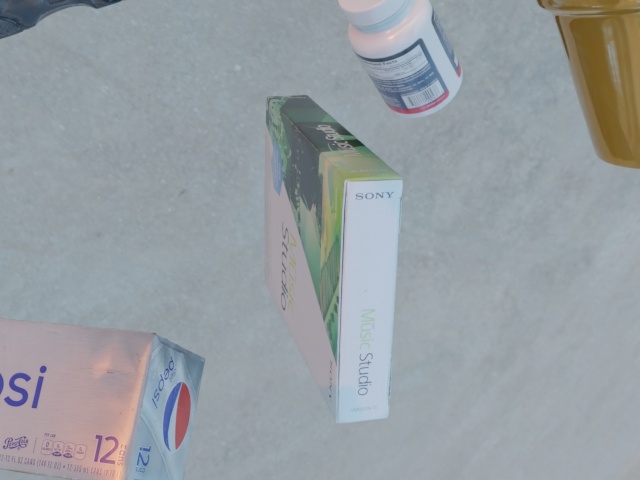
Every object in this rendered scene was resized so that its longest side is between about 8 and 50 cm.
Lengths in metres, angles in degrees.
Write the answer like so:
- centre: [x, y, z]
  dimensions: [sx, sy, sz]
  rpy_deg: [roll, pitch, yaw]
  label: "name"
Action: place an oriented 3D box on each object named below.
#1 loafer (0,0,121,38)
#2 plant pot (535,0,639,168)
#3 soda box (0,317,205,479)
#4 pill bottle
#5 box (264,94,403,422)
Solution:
- centre: [-0.271, -0.244, 0.749]
  dimensions: [0.303, 0.095, 0.109]
  rpy_deg: [-17, 155, -17]
  label: "loafer"
- centre: [0.279, -0.163, 0.691]
  dimensions: [0.205, 0.205, 0.187]
  rpy_deg: [-24, 113, -32]
  label: "plant pot"
- centre: [-0.231, 0.104, 0.594]
  dimensions: [0.091, 0.287, 0.098]
  rpy_deg: [53, 42, -67]
  label: "soda box"
- centre: [0.095, -0.244, 1.059]
  dimensions: [0.108, 0.108, 0.180]
  rpy_deg: [-46, 137, -6]
  label: "pill bottle"
- centre: [0.000, 0.000, 0.876]
  dimensions: [0.059, 0.322, 0.232]
  rpy_deg: [-5, 112, -15]
  label: "box"
